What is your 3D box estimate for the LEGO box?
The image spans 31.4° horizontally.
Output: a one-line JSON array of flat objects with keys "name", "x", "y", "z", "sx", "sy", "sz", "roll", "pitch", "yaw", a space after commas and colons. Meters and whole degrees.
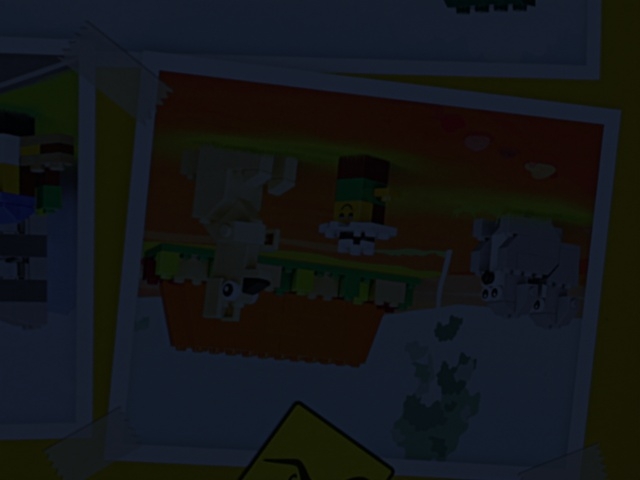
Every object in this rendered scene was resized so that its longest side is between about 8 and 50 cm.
[{"name": "LEGO box", "x": -0.060, "y": -0.045, "z": 0.421, "sx": 0.500, "sy": 0.372, "sz": 0.193, "roll": 4, "pitch": 3, "yaw": -11}]
